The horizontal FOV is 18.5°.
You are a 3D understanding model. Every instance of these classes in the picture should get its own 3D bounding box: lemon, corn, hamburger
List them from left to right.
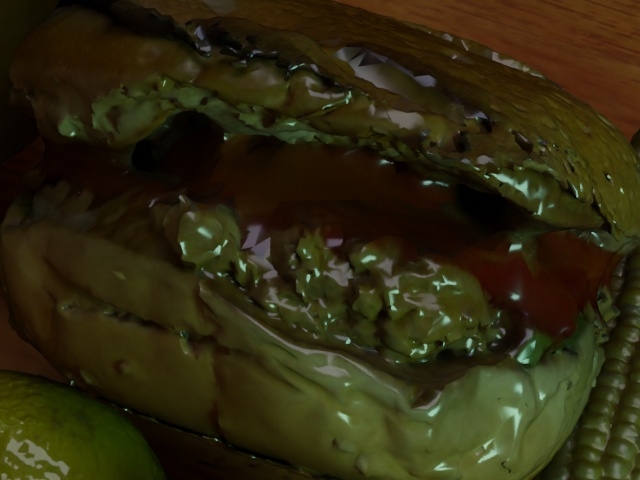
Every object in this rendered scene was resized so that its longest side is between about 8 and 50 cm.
[{"bbox_3d":[-0.110,0.087,0.707,0.111,0.082,0.082,16,47,3],"label":"lemon"},{"bbox_3d":[0.000,0.000,0.698,0.244,0.163,0.244,20,10,-4],"label":"hamburger"},{"bbox_3d":[0.140,0.042,0.818,0.086,0.086,0.288,23,50,5],"label":"corn"}]

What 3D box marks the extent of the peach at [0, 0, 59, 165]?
[{"bbox_3d":[-0.226,-0.161,0.756,0.316,0.314,0.281,3,17,-13],"label":"peach"}]
